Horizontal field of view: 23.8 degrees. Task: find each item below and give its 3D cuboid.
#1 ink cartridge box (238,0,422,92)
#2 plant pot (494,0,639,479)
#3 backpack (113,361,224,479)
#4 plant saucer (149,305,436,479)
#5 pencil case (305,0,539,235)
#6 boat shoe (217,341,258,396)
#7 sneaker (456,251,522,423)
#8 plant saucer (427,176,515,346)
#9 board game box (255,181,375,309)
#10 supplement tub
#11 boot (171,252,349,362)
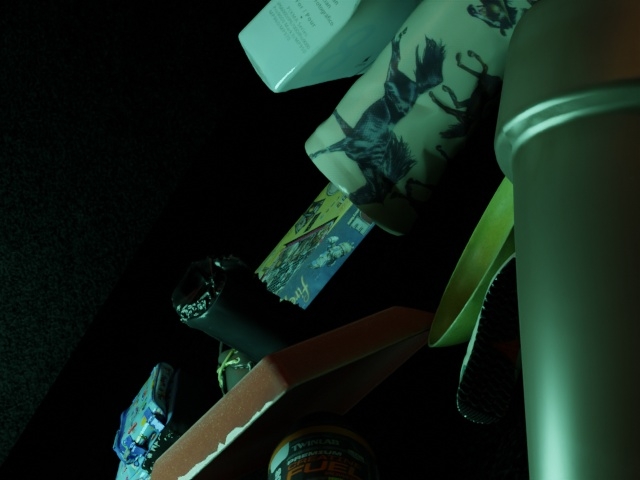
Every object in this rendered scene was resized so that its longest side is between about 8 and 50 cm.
[{"bbox_3d":[0.126,-0.328,1.728,0.385,0.091,0.308,-39,-11,33],"label":"ink cartridge box"},{"bbox_3d":[0.226,0.056,0.731,0.323,0.323,0.280,159,125,-66],"label":"plant pot"},{"bbox_3d":[-0.206,0.266,1.939,0.173,0.117,0.158,-53,14,23],"label":"backpack"},{"bbox_3d":[-0.031,0.156,1.469,0.258,0.048,0.259,-17,-23,-50],"label":"plant saucer"},{"bbox_3d":[0.147,-0.198,1.710,0.410,0.160,0.183,-53,-10,15],"label":"pencil case"},{"bbox_3d":[-0.099,0.161,1.905,0.081,0.068,0.228,-50,16,21],"label":"boat shoe"},{"bbox_3d":[0.155,0.071,1.274,0.075,0.057,0.161,-76,5,-78],"label":"sneaker"},{"bbox_3d":[0.170,-0.002,1.376,0.241,0.037,0.241,-62,1,2],"label":"plant saucer"},{"bbox_3d":[0.000,0.000,1.942,0.243,0.042,0.165,-50,15,2],"label":"board game box"},{"bbox_3d":[0.003,0.233,1.360,0.106,0.106,0.198,-51,16,19],"label":"supplement tub"},{"bbox_3d":[-0.065,0.086,1.687,0.094,0.207,0.246,-57,14,0],"label":"boot"}]
